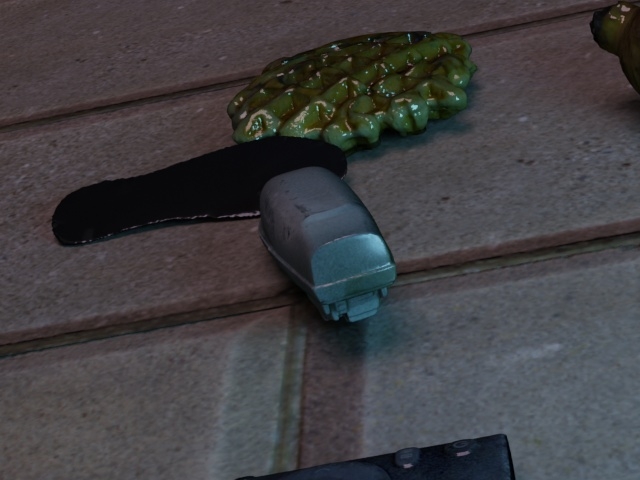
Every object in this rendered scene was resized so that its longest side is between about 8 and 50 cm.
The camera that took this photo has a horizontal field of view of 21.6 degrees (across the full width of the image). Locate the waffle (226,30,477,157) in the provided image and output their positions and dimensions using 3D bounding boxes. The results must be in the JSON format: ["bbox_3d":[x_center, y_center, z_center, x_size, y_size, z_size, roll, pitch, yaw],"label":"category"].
[{"bbox_3d":[0.025,-0.134,1.460,0.223,0.054,0.204,-9,28,11],"label":"waffle"}]

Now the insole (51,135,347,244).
[{"bbox_3d":[-0.101,-0.042,1.371,0.253,0.005,0.086,-11,48,10],"label":"insole"}]

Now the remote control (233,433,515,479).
[{"bbox_3d":[-0.076,0.174,0.932,0.377,0.044,0.107,-11,31,8],"label":"remote control"}]

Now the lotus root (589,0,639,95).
[{"bbox_3d":[0.303,-0.150,1.276,0.138,0.138,0.214,-32,30,-30],"label":"lotus root"}]

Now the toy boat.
[{"bbox_3d":[0.000,0.000,1.203,0.078,0.085,0.260,-17,16,-7],"label":"toy boat"}]
